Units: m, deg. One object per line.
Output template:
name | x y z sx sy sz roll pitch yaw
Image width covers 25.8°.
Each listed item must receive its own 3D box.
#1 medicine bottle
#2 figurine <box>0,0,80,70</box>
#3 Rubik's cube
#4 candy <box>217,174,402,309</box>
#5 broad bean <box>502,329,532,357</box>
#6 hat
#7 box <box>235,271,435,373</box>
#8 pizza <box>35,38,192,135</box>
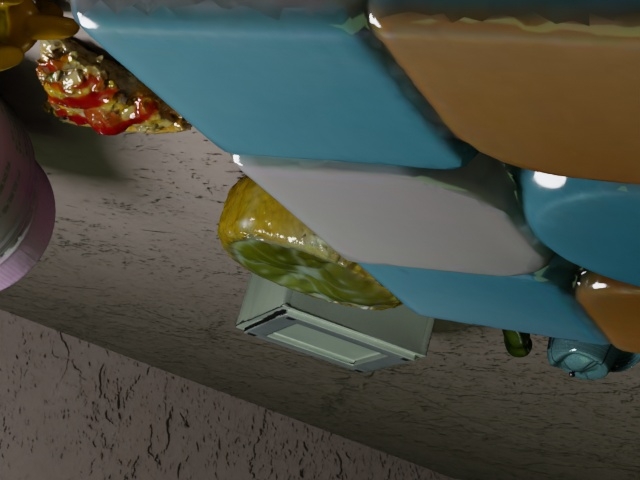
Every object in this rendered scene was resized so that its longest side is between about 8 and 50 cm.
medicine bottle | -0.453 -0.073 1.604 0.256 0.256 0.325 12 167 10
figurine | -0.302 -0.210 1.315 0.122 0.121 0.176 -7 -163 -39
Rubik's cube | 0.168 -0.151 0.545 0.346 0.347 0.344 6 164 27
candy | 0.000 0.000 1.709 0.260 0.118 0.260 19 164 6
broad bean | 0.261 0.113 1.941 0.069 0.039 0.227 41 170 39
hat | 0.366 0.154 1.952 0.138 0.078 0.191 25 163 -12
box | 0.021 0.100 2.021 0.225 0.117 0.225 20 164 -15
pizza | -0.245 -0.157 1.472 0.188 0.062 0.199 4 160 29
